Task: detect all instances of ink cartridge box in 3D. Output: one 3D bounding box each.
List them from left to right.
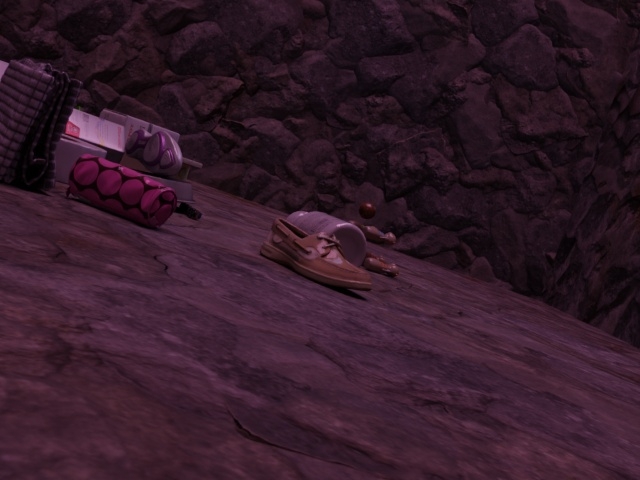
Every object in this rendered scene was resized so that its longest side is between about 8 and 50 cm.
[{"bbox_3d":[-0.674,-0.279,2.000,0.176,0.127,0.128,17,40,-31],"label":"ink cartridge box"},{"bbox_3d":[-0.633,-0.308,2.343,0.117,0.207,0.283,19,4,25],"label":"ink cartridge box"}]

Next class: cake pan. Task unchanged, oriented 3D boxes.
[{"bbox_3d":[-0.479,-0.157,1.875,0.293,0.054,0.293,13,4,-1],"label":"cake pan"}]

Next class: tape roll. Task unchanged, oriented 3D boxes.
[{"bbox_3d":[-0.675,-0.219,1.674,0.286,0.100,0.286,19,5,-2],"label":"tape roll"}]

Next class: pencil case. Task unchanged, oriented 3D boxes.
[{"bbox_3d":[-0.395,-0.093,1.363,0.209,0.098,0.095,20,-41,14],"label":"pencil case"}]

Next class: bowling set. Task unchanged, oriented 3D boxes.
[{"bbox_3d":[0.172,-0.007,2.193,0.154,0.200,0.287,18,8,-34],"label":"bowling set"}]

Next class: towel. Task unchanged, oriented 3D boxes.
[{"bbox_3d":[-0.575,-0.231,1.357,0.121,0.235,0.283,24,0,-38],"label":"towel"}]

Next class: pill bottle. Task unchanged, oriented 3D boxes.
[{"bbox_3d":[0.000,0.000,1.648,0.131,0.131,0.229,17,4,-31],"label":"pill bottle"}]

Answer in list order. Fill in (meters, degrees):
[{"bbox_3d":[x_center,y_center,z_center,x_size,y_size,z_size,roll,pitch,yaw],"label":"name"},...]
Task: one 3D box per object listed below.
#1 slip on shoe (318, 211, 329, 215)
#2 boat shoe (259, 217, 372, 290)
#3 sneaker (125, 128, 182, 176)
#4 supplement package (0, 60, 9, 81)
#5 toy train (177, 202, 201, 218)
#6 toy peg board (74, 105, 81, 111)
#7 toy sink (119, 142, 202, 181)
[{"bbox_3d":[-0.021,-0.021,2.028,0.101,0.123,0.331,14,10,-14],"label":"slip on shoe"},{"bbox_3d":[-0.007,0.027,1.460,0.302,0.098,0.109,22,5,42],"label":"boat shoe"},{"bbox_3d":[-0.431,-0.236,1.917,0.152,0.114,0.305,30,1,-36],"label":"sneaker"},{"bbox_3d":[-0.915,-0.393,1.935,0.204,0.145,0.262,17,28,-11],"label":"supplement package"},{"bbox_3d":[-0.350,-0.079,1.851,0.036,0.027,0.158,31,-3,-26],"label":"toy train"},{"bbox_3d":[-0.770,-0.347,2.143,0.079,0.161,0.161,-21,-34,8],"label":"toy peg board"},{"bbox_3d":[-0.515,-0.215,2.184,0.234,0.131,0.152,16,1,37],"label":"toy sink"}]
